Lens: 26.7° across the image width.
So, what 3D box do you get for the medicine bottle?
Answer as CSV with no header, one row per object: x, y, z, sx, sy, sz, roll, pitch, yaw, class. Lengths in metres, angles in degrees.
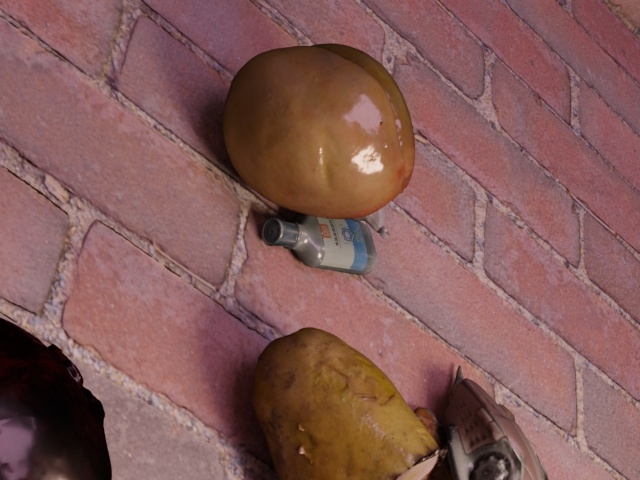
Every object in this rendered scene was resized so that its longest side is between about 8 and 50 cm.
0.000,0.000,2.004,0.208,0.053,0.090,11,58,-47,medicine bottle

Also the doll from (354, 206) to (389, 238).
0.050,-0.097,2.122,0.102,0.075,0.227,10,46,-59,doll

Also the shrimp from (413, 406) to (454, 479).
0.190,0.336,2.018,0.101,0.042,0.190,-16,78,-61,shrimp

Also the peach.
0.005,-0.155,1.951,0.292,0.247,0.292,39,22,-19,peach

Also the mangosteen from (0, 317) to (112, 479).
-0.359,0.230,1.225,0.347,0.307,0.307,-38,98,-23,mangosteen

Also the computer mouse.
0.273,0.325,2.021,0.199,0.115,0.389,57,17,-38,computer mouse

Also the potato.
0.016,0.240,1.756,0.229,0.229,0.266,-13,61,-54,potato
